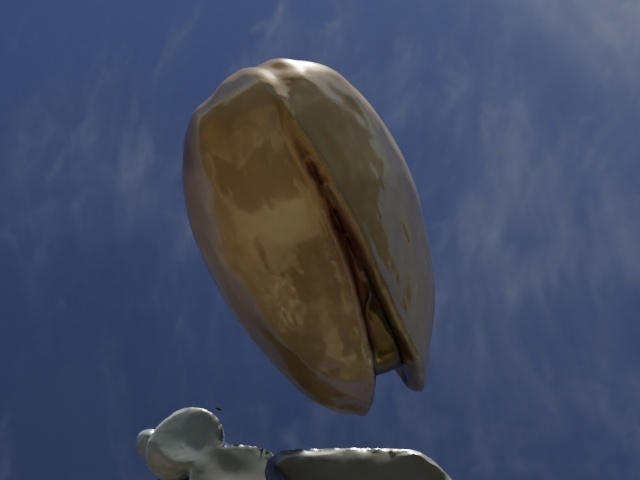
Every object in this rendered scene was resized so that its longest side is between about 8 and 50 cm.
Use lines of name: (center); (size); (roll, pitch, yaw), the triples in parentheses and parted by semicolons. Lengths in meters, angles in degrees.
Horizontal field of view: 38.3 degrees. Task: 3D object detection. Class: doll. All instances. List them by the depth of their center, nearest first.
doll: (-0.101, 0.280, 0.886); (0.161, 0.257, 0.215); (-22, -135, -37)

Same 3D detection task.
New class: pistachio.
pistachio: (0.000, 0.000, 0.797); (0.193, 0.214, 0.318); (-28, -84, -10)

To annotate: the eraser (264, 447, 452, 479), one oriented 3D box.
eraser: (0.101, 0.229, 0.434); (0.077, 0.111, 0.352); (-30, -132, -20)
